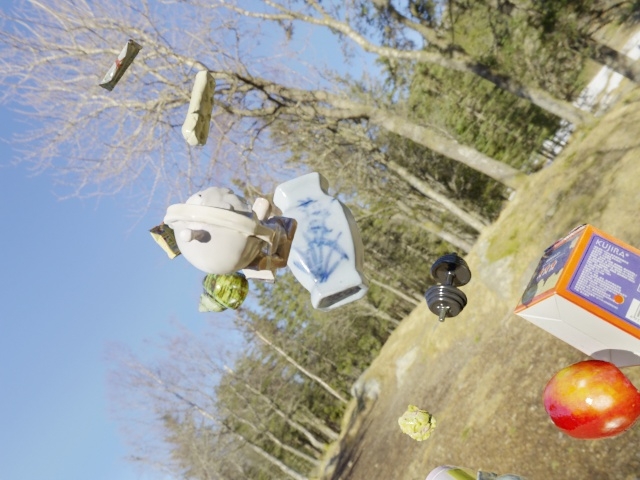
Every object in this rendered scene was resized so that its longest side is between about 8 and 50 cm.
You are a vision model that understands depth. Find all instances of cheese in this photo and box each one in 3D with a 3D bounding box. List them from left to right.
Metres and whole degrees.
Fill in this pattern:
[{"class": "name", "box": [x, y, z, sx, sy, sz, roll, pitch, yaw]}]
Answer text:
[{"class": "cheese", "box": [-0.280, -0.309, 1.043, 0.065, 0.043, 0.194, 46, -137, -57]}]

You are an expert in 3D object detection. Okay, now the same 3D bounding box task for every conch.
[{"class": "conch", "box": [-0.346, 0.181, 1.549, 0.124, 0.187, 0.181, 5, -63, -38]}]

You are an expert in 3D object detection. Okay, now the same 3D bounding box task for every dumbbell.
[{"class": "dumbbell", "box": [0.307, 0.107, 1.066, 0.099, 0.099, 0.208, 109, -175, -51]}]

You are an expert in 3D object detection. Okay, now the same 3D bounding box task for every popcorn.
[{"class": "popcorn", "box": [0.305, 0.576, 1.403, 0.109, 0.097, 0.089, -17, 14, -2]}]

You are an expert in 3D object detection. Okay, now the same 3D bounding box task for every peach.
[{"class": "peach", "box": [0.683, 0.392, 1.108, 0.226, 0.196, 0.190, -48, 19, 39]}]

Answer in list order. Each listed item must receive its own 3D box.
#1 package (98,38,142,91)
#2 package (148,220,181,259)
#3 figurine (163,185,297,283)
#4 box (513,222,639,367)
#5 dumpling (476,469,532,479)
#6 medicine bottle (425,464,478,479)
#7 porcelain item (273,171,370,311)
[{"class": "package", "box": [-0.383, -0.333, 0.853, 0.110, 0.015, 0.037, -51, -14, 10]}, {"class": "package", "box": [-0.461, -0.001, 1.358, 0.031, 0.120, 0.108, -33, 10, 17]}, {"class": "figurine", "box": [-0.127, -0.016, 0.660, 0.237, 0.162, 0.141, 25, -108, -65]}, {"class": "box", "box": [0.839, 0.173, 1.328, 0.257, 0.349, 0.318, -56, -14, -14]}, {"class": "dumpling", "box": [0.426, 0.579, 0.995, 0.149, 0.217, 0.105, -28, 48, 49]}, {"class": "medicine bottle", "box": [0.427, 0.780, 1.283, 0.213, 0.213, 0.378, -53, -10, -15]}, {"class": "porcelain item", "box": [0.000, 0.000, 1.358, 0.243, 0.405, 0.178, -20, -27, -2]}]
